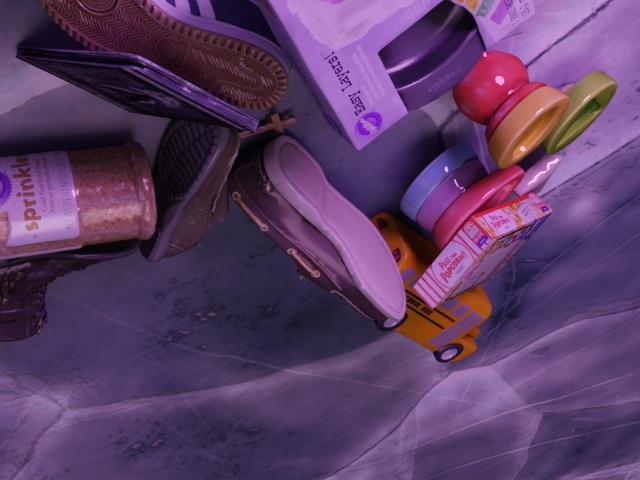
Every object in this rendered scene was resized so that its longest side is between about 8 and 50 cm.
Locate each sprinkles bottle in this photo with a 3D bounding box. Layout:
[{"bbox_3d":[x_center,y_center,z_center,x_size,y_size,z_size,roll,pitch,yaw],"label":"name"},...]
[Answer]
[{"bbox_3d":[-0.372,-0.036,1.242,0.355,0.121,0.121,-9,142,-19],"label":"sprinkles bottle"}]

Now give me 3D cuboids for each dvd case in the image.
[{"bbox_3d":[-0.192,-0.159,1.133,0.164,0.221,0.018,24,83,-46],"label":"dvd case"}]

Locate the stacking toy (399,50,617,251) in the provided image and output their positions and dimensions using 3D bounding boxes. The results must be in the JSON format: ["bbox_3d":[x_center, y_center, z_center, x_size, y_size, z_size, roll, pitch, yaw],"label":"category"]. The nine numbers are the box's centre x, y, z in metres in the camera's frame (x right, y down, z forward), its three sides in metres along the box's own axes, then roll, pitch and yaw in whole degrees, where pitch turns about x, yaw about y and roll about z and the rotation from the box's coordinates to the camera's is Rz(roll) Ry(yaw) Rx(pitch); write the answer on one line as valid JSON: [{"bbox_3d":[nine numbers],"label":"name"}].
[{"bbox_3d":[0.244,-0.145,1.489,0.279,0.130,0.309,-28,158,-42],"label":"stacking toy"}]

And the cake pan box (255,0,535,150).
[{"bbox_3d":[0.072,-0.243,1.062,0.245,0.070,0.267,-36,140,-2],"label":"cake pan box"}]

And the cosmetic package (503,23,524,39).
[{"bbox_3d":[0.102,-0.264,1.222,0.238,0.107,0.127,-22,144,-5],"label":"cosmetic package"}]

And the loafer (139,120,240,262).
[{"bbox_3d":[-0.155,-0.070,1.353,0.087,0.094,0.251,-7,149,-36],"label":"loafer"}]

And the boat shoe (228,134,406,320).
[{"bbox_3d":[0.000,0.000,1.446,0.096,0.117,0.324,-23,127,27],"label":"boat shoe"}]

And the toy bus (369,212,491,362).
[{"bbox_3d":[0.156,0.081,1.689,0.130,0.108,0.332,-38,141,18],"label":"toy bus"}]

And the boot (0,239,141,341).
[{"bbox_3d":[-0.367,0.050,1.401,0.263,0.091,0.229,-5,146,-17],"label":"boot"}]

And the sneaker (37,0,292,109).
[{"bbox_3d":[-0.151,-0.248,1.124,0.282,0.153,0.099,26,131,-10],"label":"sneaker"}]

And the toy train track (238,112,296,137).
[{"bbox_3d":[-0.072,-0.143,1.357,0.083,0.014,0.048,-16,151,1],"label":"toy train track"}]

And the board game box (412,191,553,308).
[{"bbox_3d":[0.230,0.012,1.533,0.193,0.045,0.147,-19,151,-53],"label":"board game box"}]
